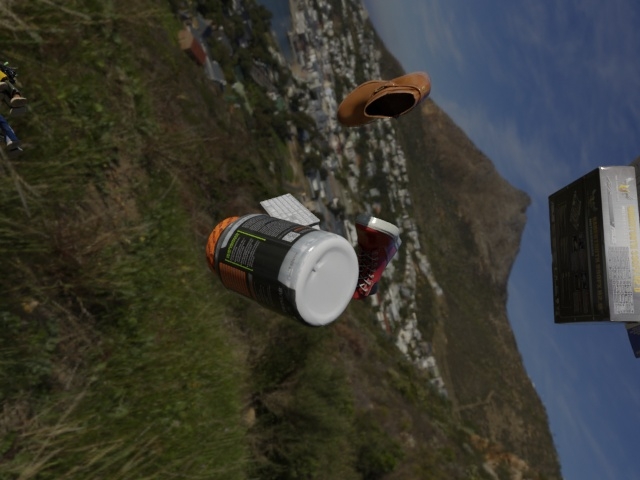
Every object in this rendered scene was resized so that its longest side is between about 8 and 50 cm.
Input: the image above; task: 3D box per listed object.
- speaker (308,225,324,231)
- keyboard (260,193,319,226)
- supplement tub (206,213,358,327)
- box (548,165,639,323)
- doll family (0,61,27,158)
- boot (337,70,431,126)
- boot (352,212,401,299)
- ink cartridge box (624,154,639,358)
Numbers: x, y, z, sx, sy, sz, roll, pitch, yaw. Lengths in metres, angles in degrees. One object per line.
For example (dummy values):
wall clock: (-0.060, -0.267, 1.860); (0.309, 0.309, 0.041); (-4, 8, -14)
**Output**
speaker: (0.000, 0.000, 1.658); (0.136, 0.055, 0.055); (45, 25, -30)
keyboard: (-0.069, -0.060, 1.144); (0.256, 0.072, 0.014); (-135, -145, -67)
supplement tub: (-0.056, 0.030, 0.710); (0.117, 0.190, 0.117); (-18, 115, -42)
box: (0.431, 0.017, 0.877); (0.183, 0.056, 0.231); (99, -8, -80)
doll family: (-0.488, -0.209, 0.816); (0.111, 0.193, 0.076); (47, 40, 11)
boot: (0.096, -0.238, 0.969); (0.073, 0.197, 0.152); (59, 30, -16)
boot: (0.107, 0.045, 1.247); (0.176, 0.088, 0.244); (-63, 158, -7)
ink cartridge box: (0.551, 0.024, 0.909); (0.186, 0.065, 0.311); (100, -10, -68)
